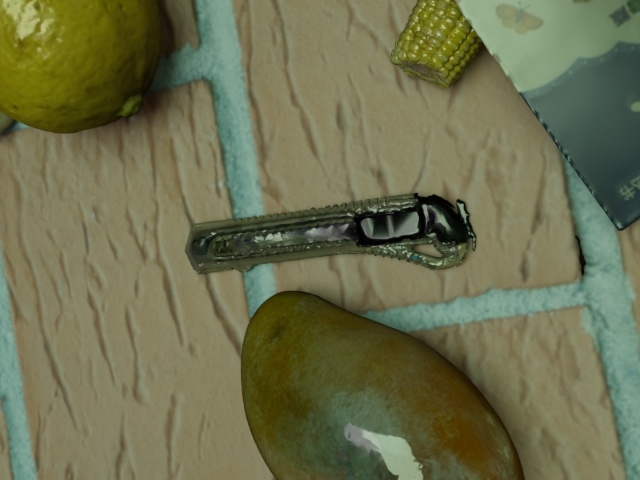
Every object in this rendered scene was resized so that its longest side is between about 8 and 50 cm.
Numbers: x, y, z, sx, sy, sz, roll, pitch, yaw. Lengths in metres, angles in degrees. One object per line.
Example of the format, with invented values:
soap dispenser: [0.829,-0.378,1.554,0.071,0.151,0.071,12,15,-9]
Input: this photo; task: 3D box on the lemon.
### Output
lemon: [-0.326,-0.269,0.980,0.245,0.245,0.320,-42,93,14]

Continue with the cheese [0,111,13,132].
cheese: [-0.476,-0.273,1.120,0.159,0.093,0.263,13,93,17]

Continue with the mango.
mango: [0.049,0.194,0.887,0.384,0.199,0.222,45,109,27]

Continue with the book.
book: [0.298,-0.265,0.819,0.300,0.039,0.428,-37,93,9]

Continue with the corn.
corn: [0.167,-0.284,0.898,0.093,0.093,0.244,32,101,16]

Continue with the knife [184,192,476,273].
knife: [-0.002,-0.001,0.980,0.365,0.043,0.089,-5,87,19]
